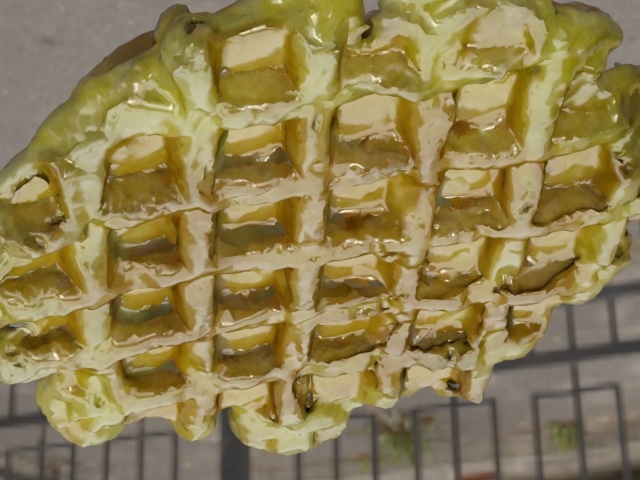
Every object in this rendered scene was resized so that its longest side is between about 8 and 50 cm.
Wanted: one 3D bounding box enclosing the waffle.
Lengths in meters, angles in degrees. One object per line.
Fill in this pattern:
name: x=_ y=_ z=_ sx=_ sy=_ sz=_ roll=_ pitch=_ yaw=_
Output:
waffle: x=0.000 y=0.000 z=0.625 sx=0.325 sy=0.068 sz=0.302 roll=-36 pitch=140 yaw=27
